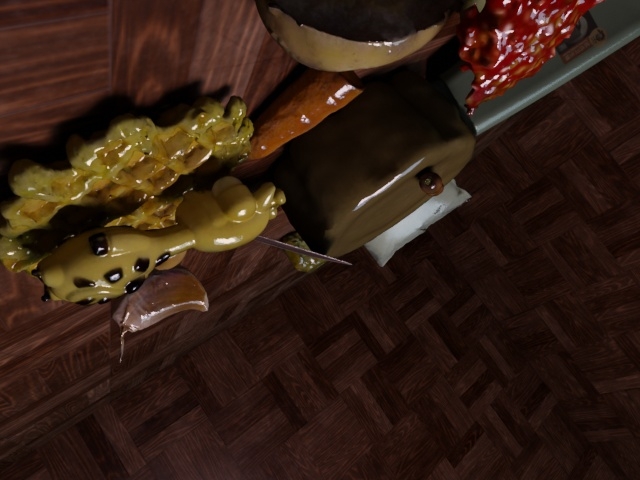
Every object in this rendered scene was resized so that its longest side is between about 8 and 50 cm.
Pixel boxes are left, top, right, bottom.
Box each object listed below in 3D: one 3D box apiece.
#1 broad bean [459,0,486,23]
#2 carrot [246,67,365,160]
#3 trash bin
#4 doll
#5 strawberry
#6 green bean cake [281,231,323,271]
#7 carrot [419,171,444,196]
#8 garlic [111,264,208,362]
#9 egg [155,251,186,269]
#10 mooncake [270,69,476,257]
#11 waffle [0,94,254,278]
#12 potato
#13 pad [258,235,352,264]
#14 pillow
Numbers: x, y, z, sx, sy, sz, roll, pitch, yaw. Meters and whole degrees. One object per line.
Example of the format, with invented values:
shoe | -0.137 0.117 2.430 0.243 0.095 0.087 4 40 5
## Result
broad bean | 0.275 -0.364 0.657 0.189 0.121 0.263 -44 158 23
carrot | -0.041 -0.164 0.619 0.205 0.072 0.072 -36 172 20
trash bin | 0.395 -0.348 0.886 0.343 0.158 0.223 -36 -172 10
doll | -0.167 -0.006 0.533 0.291 0.086 0.117 -26 171 -32
strawberry | 0.215 -0.259 0.387 0.233 0.138 0.306 -37 137 -55
green bean cake | 0.000 0.000 1.493 0.236 0.124 0.233 -35 171 -4
carrot | 0.194 -0.092 0.795 0.036 0.035 0.165 -38 168 14
garlic | -0.317 0.120 0.875 0.198 0.128 0.090 -32 -173 -41
egg | -0.243 0.004 0.731 0.083 0.071 0.071 -44 169 20
mooncake | 0.091 -0.139 0.883 0.379 0.200 0.378 -33 167 -9
waffle | -0.218 -0.054 0.554 0.312 0.060 0.307 -29 170 -31
potato | 0.060 -0.229 0.425 0.243 0.138 0.098 -31 176 -11
pad | -0.089 0.001 0.772 0.176 0.266 0.002 8 -99 62
pillow | 0.175 -0.113 1.150 0.312 0.310 0.119 -40 -149 13
